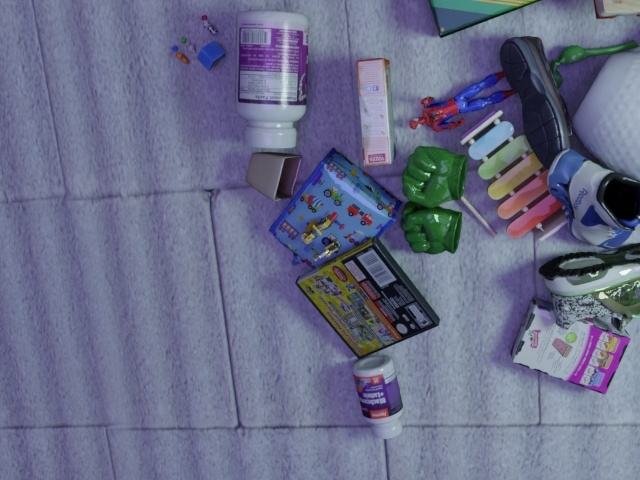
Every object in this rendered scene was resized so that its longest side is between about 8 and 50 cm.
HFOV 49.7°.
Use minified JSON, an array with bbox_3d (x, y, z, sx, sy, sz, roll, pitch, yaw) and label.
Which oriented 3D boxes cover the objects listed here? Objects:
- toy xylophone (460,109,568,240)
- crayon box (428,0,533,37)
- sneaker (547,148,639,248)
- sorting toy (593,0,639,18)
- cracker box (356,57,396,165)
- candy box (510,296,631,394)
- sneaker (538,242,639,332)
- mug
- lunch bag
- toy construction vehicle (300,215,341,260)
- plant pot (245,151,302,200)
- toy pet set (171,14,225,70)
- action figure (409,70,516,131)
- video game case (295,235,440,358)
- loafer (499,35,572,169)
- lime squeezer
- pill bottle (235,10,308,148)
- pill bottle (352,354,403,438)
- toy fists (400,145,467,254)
[{"bbox_3d":[0.437,-0.132,1.603,0.322,0.081,0.236,42,107,-5],"label":"toy xylophone"},{"bbox_3d":[0.353,-0.669,1.489,0.313,0.106,0.363,-18,99,14],"label":"crayon box"},{"bbox_3d":[0.617,-0.058,1.465,0.315,0.182,0.127,37,88,-41],"label":"sneaker"},{"bbox_3d":[0.649,-0.582,1.424,0.257,0.089,0.256,-7,87,-14],"label":"sorting toy"},{"bbox_3d":[0.130,-0.295,1.588,0.067,0.156,0.233,-4,102,11],"label":"cracker box"},{"bbox_3d":[0.600,0.253,1.674,0.233,0.071,0.159,19,105,5],"label":"candy box"},{"bbox_3d":[0.710,0.116,1.583,0.410,0.158,0.182,-6,111,6],"label":"sneaker"},{"bbox_3d":[0.735,-0.281,1.446,0.328,0.276,0.374,30,81,12],"label":"mug"},{"bbox_3d":[0.019,-0.037,1.692,0.221,0.138,0.293,39,115,-3],"label":"lunch bag"},{"bbox_3d":[0.000,0.000,1.642,0.098,0.035,0.086,-27,108,35],"label":"toy construction vehicle"},{"bbox_3d":[-0.120,-0.166,1.693,0.096,0.109,0.109,20,105,18],"label":"plant pot"},{"bbox_3d":[-0.294,-0.466,1.671,0.122,0.065,0.114,-42,93,16],"label":"toy pet set"},{"bbox_3d":[0.328,-0.314,1.564,0.280,0.139,0.092,-23,97,17],"label":"action figure"},{"bbox_3d":[0.114,0.147,1.696,0.248,0.035,0.275,-29,109,30],"label":"video game case"},{"bbox_3d":[0.489,-0.304,1.496,0.095,0.109,0.303,-20,89,-23],"label":"loafer"},{"bbox_3d":[0.554,-0.367,1.560,0.310,0.059,0.110,-44,125,15],"label":"lime squeezer"},{"bbox_3d":[-0.114,-0.370,1.608,0.169,0.169,0.302,5,104,9],"label":"pill bottle"},{"bbox_3d":[0.152,0.401,1.767,0.108,0.108,0.194,-11,100,12],"label":"pill bottle"},{"bbox_3d":[0.255,-0.087,1.615,0.142,0.096,0.279,13,127,22],"label":"toy fists"}]
